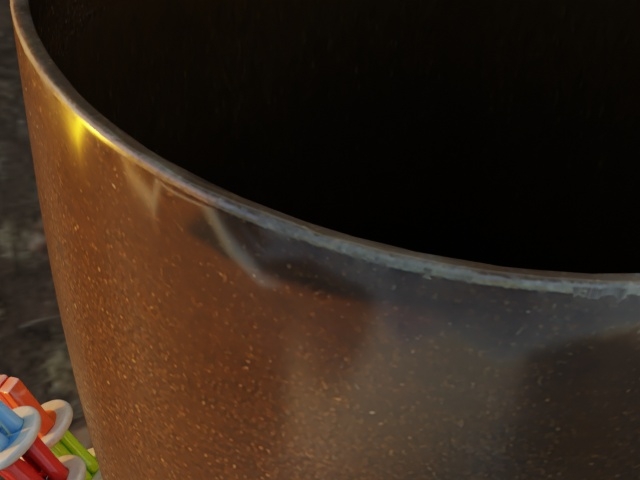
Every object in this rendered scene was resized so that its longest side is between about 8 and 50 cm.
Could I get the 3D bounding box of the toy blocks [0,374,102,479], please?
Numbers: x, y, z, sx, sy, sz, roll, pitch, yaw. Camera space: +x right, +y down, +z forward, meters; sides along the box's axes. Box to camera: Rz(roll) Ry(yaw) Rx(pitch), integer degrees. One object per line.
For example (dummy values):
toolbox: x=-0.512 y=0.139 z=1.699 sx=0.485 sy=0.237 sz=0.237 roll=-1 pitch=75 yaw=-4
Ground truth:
toy blocks: x=-0.193 y=0.130 z=1.234 sx=0.054 sy=0.123 sz=0.148 roll=-35 pitch=120 yaw=4

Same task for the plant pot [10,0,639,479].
plant pot: x=0.029 y=0.040 z=0.483 sx=0.215 sy=0.215 sz=0.230 roll=15 pitch=125 yaw=12
